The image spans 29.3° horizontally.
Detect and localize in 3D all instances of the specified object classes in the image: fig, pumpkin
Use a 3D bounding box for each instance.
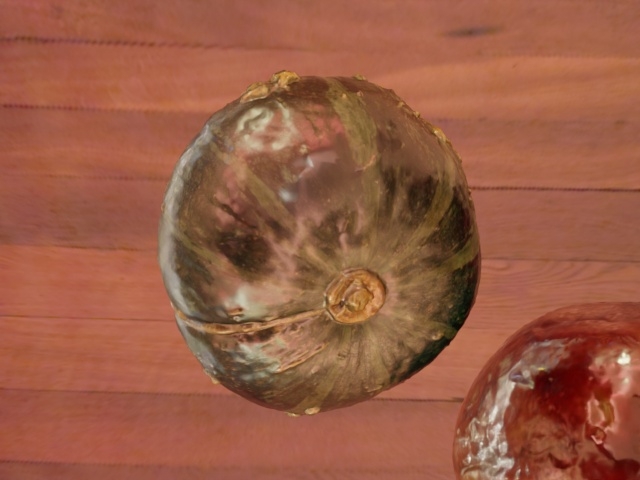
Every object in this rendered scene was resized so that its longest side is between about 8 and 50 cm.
[{"bbox_3d":[0.200,0.137,0.753,0.263,0.224,0.224,19,84,37],"label":"fig"},{"bbox_3d":[0.000,0.002,0.673,0.190,0.190,0.146,-28,45,-4],"label":"pumpkin"}]
